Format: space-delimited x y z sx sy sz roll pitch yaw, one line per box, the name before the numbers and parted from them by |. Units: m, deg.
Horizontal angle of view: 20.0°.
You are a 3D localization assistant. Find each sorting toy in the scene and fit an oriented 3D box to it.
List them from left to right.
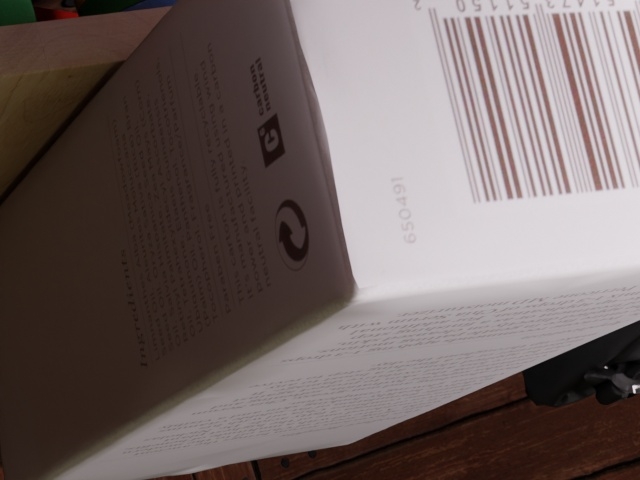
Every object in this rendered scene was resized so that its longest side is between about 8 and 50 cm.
sorting toy | -0.154 -0.086 0.934 0.255 0.089 0.257 -11 168 -31

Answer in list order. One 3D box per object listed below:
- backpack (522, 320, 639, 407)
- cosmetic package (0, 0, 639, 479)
backpack | 0.271 -0.086 1.089 0.355 0.273 0.290 -17 160 -24
cosmetic package | 0.000 0.000 0.891 0.230 0.161 0.453 -6 166 -28
